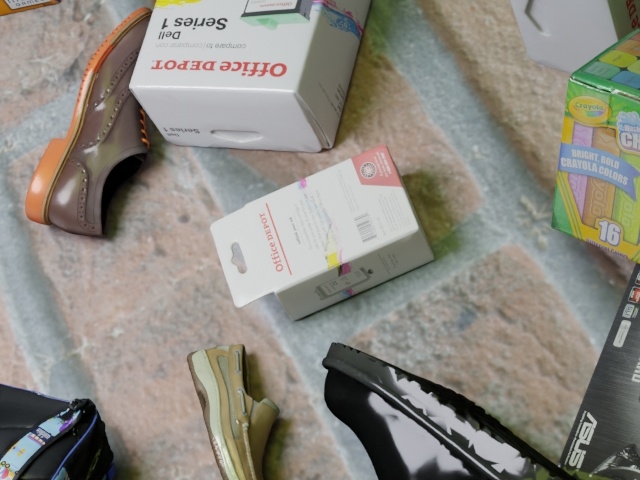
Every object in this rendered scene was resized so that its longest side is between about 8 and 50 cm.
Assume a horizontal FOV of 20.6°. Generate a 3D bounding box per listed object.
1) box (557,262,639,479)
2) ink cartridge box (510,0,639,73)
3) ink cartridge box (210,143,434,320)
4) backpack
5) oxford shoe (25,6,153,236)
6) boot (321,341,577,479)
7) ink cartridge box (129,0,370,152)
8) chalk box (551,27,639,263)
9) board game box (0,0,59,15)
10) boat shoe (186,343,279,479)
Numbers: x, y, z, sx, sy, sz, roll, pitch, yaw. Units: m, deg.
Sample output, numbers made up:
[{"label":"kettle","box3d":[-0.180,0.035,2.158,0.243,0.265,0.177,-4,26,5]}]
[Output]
[{"label":"box","box3d":[0.333,0.142,1.558,0.183,0.056,0.231,15,68,28]},{"label":"ink cartridge box","box3d":[0.309,-0.324,1.746,0.121,0.211,0.289,23,73,28]},{"label":"ink cartridge box","box3d":[0.000,0.000,1.762,0.198,0.067,0.115,-23,55,5]},{"label":"backpack","box3d":[-0.299,0.232,1.684,0.158,0.117,0.173,10,46,25]},{"label":"oxford shoe","box3d":[-0.221,-0.126,1.918,0.098,0.097,0.271,21,76,11]},{"label":"boot","box3d":[0.064,0.258,1.552,0.348,0.131,0.260,34,94,50]},{"label":"ink cartridge box","box3d":[-0.064,-0.245,1.898,0.201,0.117,0.278,4,63,23]},{"label":"chalk box","box3d":[0.305,-0.103,1.597,0.132,0.213,0.132,24,37,31]},{"label":"board game box","box3d":[-0.531,-0.485,2.072,0.356,0.356,0.356,-10,59,15]},{"label":"boat shoe","box3d":[-0.074,0.175,1.693,0.072,0.068,0.190,-18,56,-3]}]
